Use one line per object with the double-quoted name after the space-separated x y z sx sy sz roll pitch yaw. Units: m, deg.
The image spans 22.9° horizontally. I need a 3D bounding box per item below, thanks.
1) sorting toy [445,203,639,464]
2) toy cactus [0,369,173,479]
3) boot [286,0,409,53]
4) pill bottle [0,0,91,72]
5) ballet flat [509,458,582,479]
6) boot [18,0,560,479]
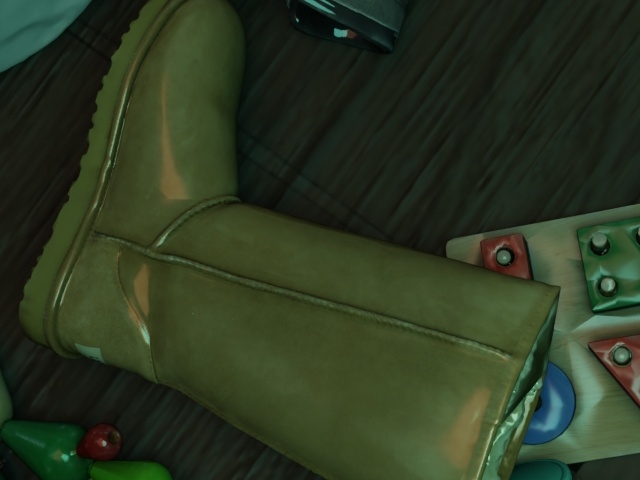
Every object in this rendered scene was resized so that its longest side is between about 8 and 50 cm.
0.149 0.048 0.837 0.274 0.046 0.132 -10 80 10 "sorting toy"
-0.197 0.132 0.876 0.219 0.112 0.180 -22 68 16 "toy cactus"
-0.045 -0.272 0.861 0.338 0.118 0.223 37 90 1 "boot"
-0.261 -0.245 0.902 0.169 0.169 0.301 -35 77 5 "pill bottle"
0.032 0.191 0.832 0.247 0.083 0.087 -20 102 8 "ballet flat"
0.000 0.000 0.830 0.269 0.089 0.236 18 85 23 "boot"
